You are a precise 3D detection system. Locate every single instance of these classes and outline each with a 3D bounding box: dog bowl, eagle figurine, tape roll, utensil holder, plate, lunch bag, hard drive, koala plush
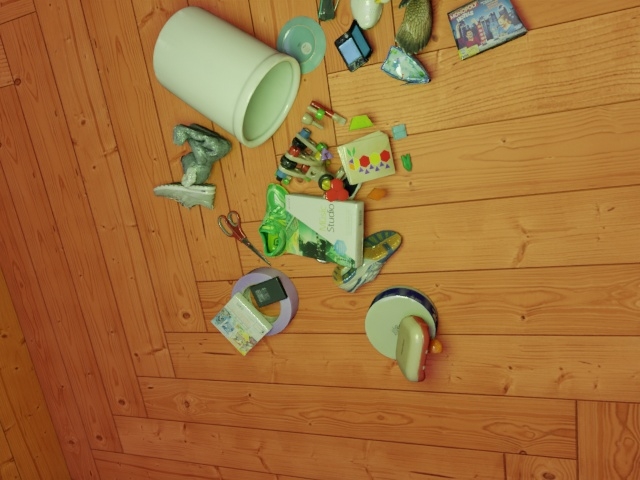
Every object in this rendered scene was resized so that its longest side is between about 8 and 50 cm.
[{"bbox_3d":[0.304,0.309,1.580,0.264,0.104,0.265,5,107,18],"label":"dog bowl"},{"bbox_3d":[0.266,-0.733,1.225,0.225,0.226,0.299,-42,56,44],"label":"eagle figurine"},{"bbox_3d":[-0.233,0.254,1.759,0.274,0.090,0.275,5,106,18],"label":"tape roll"},{"bbox_3d":[-0.316,-0.559,1.440,0.385,0.327,0.328,34,113,11],"label":"utensil holder"},{"bbox_3d":[-0.072,-0.685,1.476,0.188,0.024,0.188,5,105,18],"label":"plate"},{"bbox_3d":[0.280,-0.541,1.336,0.151,0.129,0.096,30,117,7],"label":"lunch bag"},{"bbox_3d":[-0.206,0.206,1.676,0.135,0.022,0.094,-22,97,23],"label":"hard drive"},{"bbox_3d":[-0.467,-0.315,1.633,0.203,0.196,0.222,23,108,1],"label":"koala plush"}]

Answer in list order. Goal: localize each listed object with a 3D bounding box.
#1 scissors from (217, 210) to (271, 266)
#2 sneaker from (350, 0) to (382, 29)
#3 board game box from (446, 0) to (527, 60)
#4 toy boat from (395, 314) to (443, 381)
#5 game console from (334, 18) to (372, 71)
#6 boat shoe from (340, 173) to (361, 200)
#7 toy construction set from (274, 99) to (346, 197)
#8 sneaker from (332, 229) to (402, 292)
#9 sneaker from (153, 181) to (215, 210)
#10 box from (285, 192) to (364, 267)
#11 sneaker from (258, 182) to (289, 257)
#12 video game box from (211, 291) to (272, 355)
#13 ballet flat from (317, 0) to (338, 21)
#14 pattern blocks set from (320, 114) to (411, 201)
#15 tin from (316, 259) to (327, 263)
[{"bbox_3d":[-0.321,0.007,1.762,0.109,0.021,0.297,-32,94,21],"label":"scissors"},{"bbox_3d":[0.133,-0.822,1.310,0.110,0.129,0.298,1,107,17],"label":"sneaker"},{"bbox_3d":[0.491,-0.675,1.264,0.194,0.060,0.194,-17,98,23],"label":"board game box"},{"bbox_3d":[0.354,0.377,1.465,0.150,0.151,0.231,1,108,-11],"label":"toy boat"},{"bbox_3d":[0.108,-0.644,1.399,0.107,0.071,0.122,-28,94,23],"label":"game console"},{"bbox_3d":[0.079,-0.175,1.533,0.095,0.084,0.258,36,113,6],"label":"boat shoe"},{"bbox_3d":[0.003,-0.299,1.480,0.237,0.257,0.309,27,97,-7],"label":"toy construction set"},{"bbox_3d":[0.184,0.079,1.570,0.296,0.131,0.112,-36,47,8],"label":"sneaker"},{"bbox_3d":[-0.568,-0.180,1.745,0.280,0.105,0.116,5,106,17],"label":"sneaker"},{"bbox_3d":[0.008,-0.043,1.538,0.321,0.058,0.233,11,109,36],"label":"box"},{"bbox_3d":[-0.173,-0.071,1.628,0.109,0.123,0.296,6,106,18],"label":"sneaker"},{"bbox_3d":[-0.327,0.347,1.744,0.205,0.048,0.187,46,112,3],"label":"video game box"},{"bbox_3d":[0.031,-0.828,1.382,0.074,0.074,0.204,7,101,17],"label":"ballet flat"},{"bbox_3d":[0.155,-0.273,1.415,0.324,0.026,0.286,-8,99,-16],"label":"pattern blocks set"},{"bbox_3d":[0.000,0.000,1.638,0.106,0.040,0.190,-19,98,27],"label":"tin"}]
